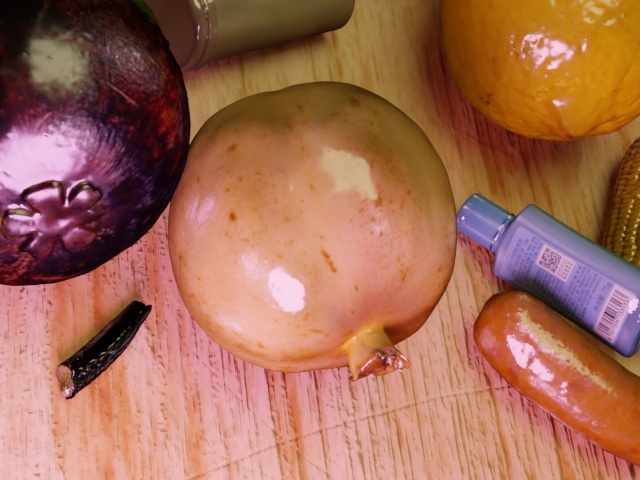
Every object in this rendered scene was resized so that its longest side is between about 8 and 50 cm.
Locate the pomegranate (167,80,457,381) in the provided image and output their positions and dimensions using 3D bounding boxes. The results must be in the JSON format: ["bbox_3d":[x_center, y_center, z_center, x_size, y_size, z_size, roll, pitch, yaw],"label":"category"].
[{"bbox_3d":[0.000,0.000,1.420,0.319,0.319,0.319,12,56,-19],"label":"pomegranate"}]

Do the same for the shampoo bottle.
[{"bbox_3d":[0.271,0.028,1.626,0.258,0.103,0.061,33,35,22],"label":"shampoo bottle"}]

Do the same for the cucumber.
[{"bbox_3d":[-0.214,0.108,1.406,0.135,0.033,0.034,-41,121,-38],"label":"cucumber"}]

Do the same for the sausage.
[{"bbox_3d":[0.289,0.158,1.582,0.270,0.109,0.109,36,52,-3],"label":"sausage"}]

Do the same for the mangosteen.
[{"bbox_3d":[-0.279,-0.116,1.342,0.330,0.330,0.330,12,56,-19],"label":"mangosteen"}]

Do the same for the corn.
[{"bbox_3d":[0.401,-0.013,1.737,0.106,0.106,0.305,24,52,-11],"label":"corn"}]

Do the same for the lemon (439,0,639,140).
[{"bbox_3d":[0.299,-0.287,1.727,0.336,0.336,0.336,12,56,-19],"label":"lemon"}]

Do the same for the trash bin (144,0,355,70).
[{"bbox_3d":[-0.111,-0.329,1.673,0.247,0.121,0.243,-18,69,-36],"label":"trash bin"}]
